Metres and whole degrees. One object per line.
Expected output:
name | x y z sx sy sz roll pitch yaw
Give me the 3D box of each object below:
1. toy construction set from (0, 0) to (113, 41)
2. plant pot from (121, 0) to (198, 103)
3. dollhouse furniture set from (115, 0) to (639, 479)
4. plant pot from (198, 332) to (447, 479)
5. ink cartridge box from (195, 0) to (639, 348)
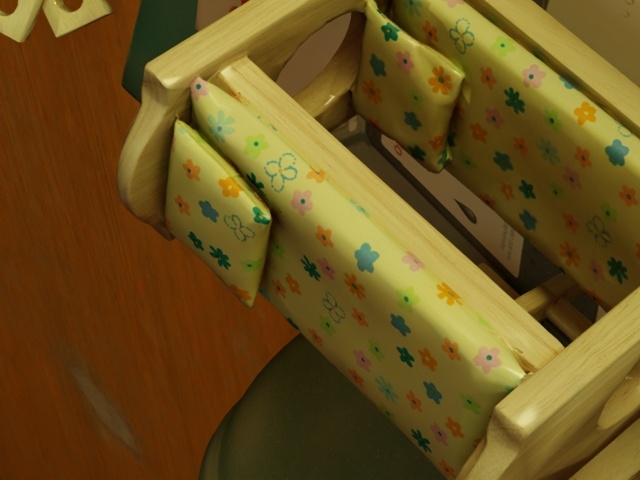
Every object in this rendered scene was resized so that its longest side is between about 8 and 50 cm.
toy construction set | -0.139 -0.244 0.989 0.151 0.215 0.327 41 -161 -11
plant pot | 0.053 -0.074 0.766 0.234 0.165 0.165 47 150 11
dollhouse furniture set | 0.000 0.000 0.407 0.182 0.101 0.161 44 153 22
plant pot | 0.088 0.139 1.083 0.293 0.293 0.196 45 131 21
ink cartridge box | 0.095 -0.052 0.436 0.273 0.115 0.198 47 154 18
